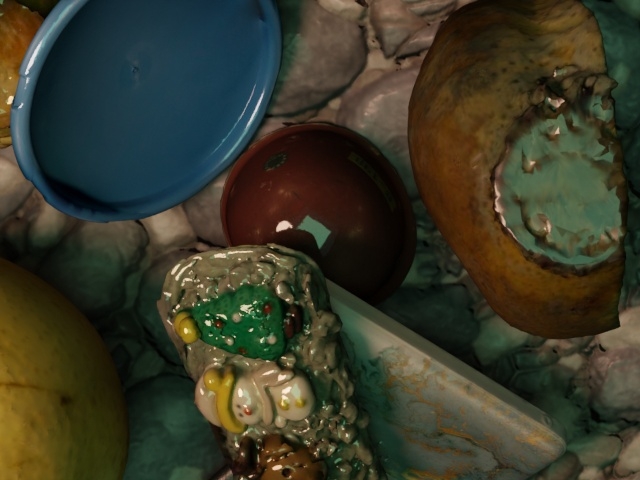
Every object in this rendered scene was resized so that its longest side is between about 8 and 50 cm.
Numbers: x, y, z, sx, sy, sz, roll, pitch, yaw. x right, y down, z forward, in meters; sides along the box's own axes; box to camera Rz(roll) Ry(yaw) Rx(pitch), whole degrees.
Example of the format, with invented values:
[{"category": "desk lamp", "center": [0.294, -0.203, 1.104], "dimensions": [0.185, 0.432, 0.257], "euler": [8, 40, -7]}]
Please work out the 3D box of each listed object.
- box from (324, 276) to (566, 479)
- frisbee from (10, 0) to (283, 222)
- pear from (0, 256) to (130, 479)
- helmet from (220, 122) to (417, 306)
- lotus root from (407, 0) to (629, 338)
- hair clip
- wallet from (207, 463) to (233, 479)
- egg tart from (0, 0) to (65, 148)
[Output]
[{"category": "box", "center": [0.055, 0.128, 1.363], "dimensions": [0.285, 0.044, 0.142], "euler": [32, 130, -20]}, {"category": "frisbee", "center": [-0.135, -0.124, 1.289], "dimensions": [0.242, 0.045, 0.242], "euler": [-24, 134, -27]}, {"category": "pear", "center": [-0.321, 0.161, 1.278], "dimensions": [0.348, 0.348, 0.348], "euler": [0, 105, 1]}, {"category": "helmet", "center": [0.000, 0.000, 1.348], "dimensions": [0.155, 0.106, 0.175], "euler": [-31, 106, 9]}, {"category": "lotus root", "center": [0.148, -0.038, 1.252], "dimensions": [0.149, 0.260, 0.267], "euler": [-10, 105, 5]}, {"category": "hair clip", "center": [-0.030, 0.148, 1.305], "dimensions": [0.138, 0.091, 0.321], "euler": [-6, 132, 15]}, {"category": "wallet", "center": [-0.034, 0.200, 1.445], "dimensions": [0.157, 0.018, 0.082], "euler": [-42, 101, 10]}, {"category": "egg tart", "center": [-0.267, -0.157, 1.276], "dimensions": [0.241, 0.106, 0.241], "euler": [-5, 129, -6]}]
